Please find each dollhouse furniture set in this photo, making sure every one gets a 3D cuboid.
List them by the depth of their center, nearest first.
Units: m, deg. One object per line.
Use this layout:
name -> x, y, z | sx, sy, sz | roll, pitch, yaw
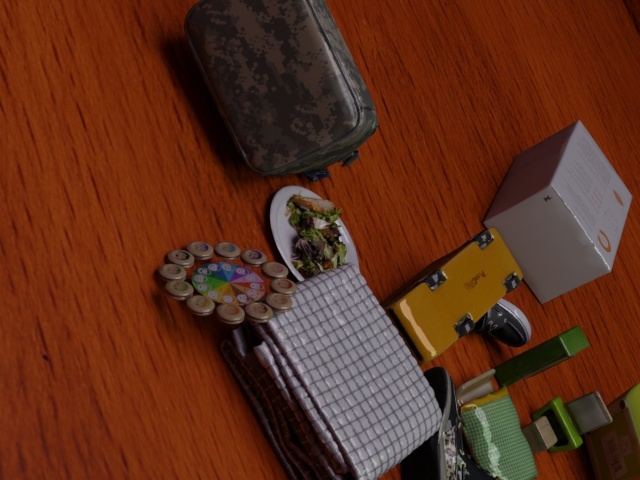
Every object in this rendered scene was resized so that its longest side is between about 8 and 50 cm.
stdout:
dollhouse furniture set -> 0.364, 0.287, 2.009 | 0.301, 0.151, 0.197 | -15, 76, -56

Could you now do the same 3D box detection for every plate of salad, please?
plate of salad -> 0.000, 0.000, 1.844 | 0.200, 0.048, 0.200 | 34, 40, -35

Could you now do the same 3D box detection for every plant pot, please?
plant pot -> 0.621, 0.387, 2.197 | 0.207, 0.227, 0.228 | 2, 59, -22

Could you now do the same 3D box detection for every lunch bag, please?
lunch bag -> -0.042, -0.250, 1.841 | 0.305, 0.212, 0.256 | 64, 16, 2

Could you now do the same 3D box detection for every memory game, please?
memory game -> -0.120, 0.052, 1.567 | 0.186, 0.012, 0.186 | 11, 30, -6

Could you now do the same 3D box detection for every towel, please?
towel -> 0.012, 0.194, 1.637 | 0.235, 0.121, 0.284 | -24, 80, -50

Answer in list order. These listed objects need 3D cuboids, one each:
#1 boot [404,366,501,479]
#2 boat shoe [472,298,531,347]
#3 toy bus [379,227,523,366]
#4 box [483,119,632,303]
boot -> 0.208, 0.329, 1.829 | 0.178, 0.085, 0.236 | 35, 46, -36
boat shoe -> 0.280, 0.126, 2.098 | 0.228, 0.080, 0.076 | 44, 41, -21
toy bus -> 0.198, 0.095, 1.923 | 0.108, 0.130, 0.332 | 57, 39, -1
box -> 0.493, -0.064, 2.456 | 0.215, 0.168, 0.345 | 53, 32, -10
